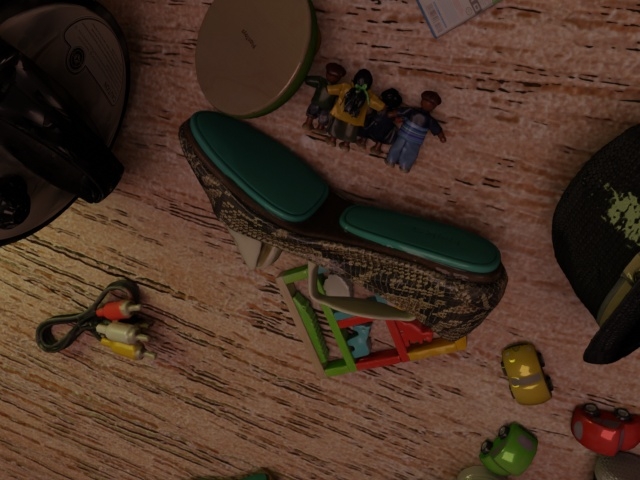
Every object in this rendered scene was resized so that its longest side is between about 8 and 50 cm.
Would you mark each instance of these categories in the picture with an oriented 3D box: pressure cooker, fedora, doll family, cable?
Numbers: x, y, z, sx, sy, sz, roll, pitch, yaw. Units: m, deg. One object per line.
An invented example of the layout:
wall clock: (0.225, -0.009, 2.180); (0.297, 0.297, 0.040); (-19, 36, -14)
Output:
pressure cooker: (-0.451, -0.193, 0.693); (0.420, 0.370, 0.376); (29, 120, 8)
fedora: (0.371, -0.018, 0.621); (0.152, 0.334, 0.334); (49, 122, 34)
doll family: (0.070, -0.165, 0.709); (0.192, 0.076, 0.111); (16, 118, -15)
cable: (-0.419, 0.148, 0.982); (0.287, 0.072, 0.140); (-5, 104, 18)

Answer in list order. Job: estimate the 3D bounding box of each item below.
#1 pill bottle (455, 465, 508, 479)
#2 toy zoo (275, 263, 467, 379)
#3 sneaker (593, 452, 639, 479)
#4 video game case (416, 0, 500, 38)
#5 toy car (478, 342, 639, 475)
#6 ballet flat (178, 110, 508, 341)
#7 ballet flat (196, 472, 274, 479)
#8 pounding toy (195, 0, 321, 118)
pill bottle: (0.247, 0.455, 0.830); (0.121, 0.216, 0.121); (6, 113, 14)
toy zoo: (0.096, 0.099, 0.835); (0.293, 0.030, 0.193); (-17, 105, 22)
sneaker: (0.521, 0.429, 0.808); (0.268, 0.101, 0.153); (20, 116, 14)
video game case: (0.184, -0.336, 0.646); (0.166, 0.015, 0.119); (-25, 102, 24)
toy car: (0.329, 0.295, 0.833); (0.239, 0.053, 0.225); (35, 116, 1)
ballet flat: (0.000, 0.000, 0.743); (0.482, 0.164, 0.182); (27, 123, 11)
ballet flat: (-0.181, 0.504, 1.055); (0.232, 0.080, 0.073); (-17, 120, 23)
pounding toy: (-0.064, -0.264, 0.715); (0.182, 0.110, 0.237); (-15, 78, 31)
